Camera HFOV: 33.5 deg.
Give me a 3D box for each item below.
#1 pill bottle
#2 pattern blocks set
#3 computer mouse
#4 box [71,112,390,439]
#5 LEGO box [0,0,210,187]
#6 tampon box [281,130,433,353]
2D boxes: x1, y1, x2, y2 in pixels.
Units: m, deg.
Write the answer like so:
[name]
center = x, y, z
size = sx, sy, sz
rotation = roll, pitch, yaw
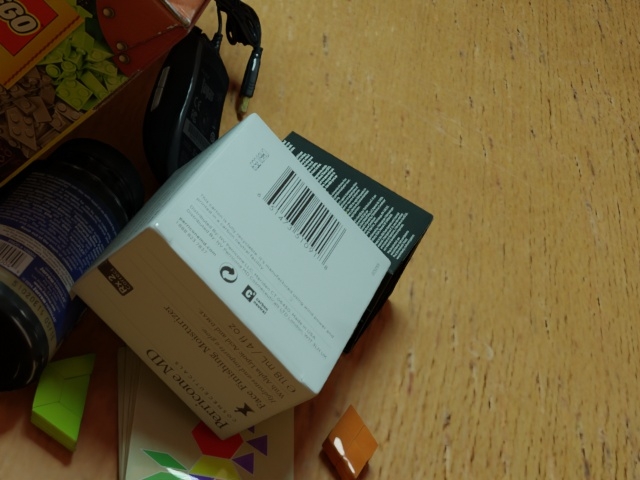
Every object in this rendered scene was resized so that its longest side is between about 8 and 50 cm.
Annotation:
[pill bottle]
center = -0.234, 0.010, 0.879
size = 0.123, 0.122, 0.219
rotation = 27, 42, 1
[pattern blocks set]
center = -0.092, 0.156, 0.872
size = 0.286, 0.026, 0.324
rotation = 19, 42, -8
[computer mouse]
center = -0.125, -0.151, 1.113
size = 0.060, 0.184, 0.261
rotation = 4, 78, 17
[box]
center = -0.066, 0.027, 0.863
size = 0.181, 0.119, 0.182
rotation = 47, 40, -12
[LEGO box]
center = -0.224, -0.266, 0.937
size = 0.193, 0.373, 0.500
rotation = 45, 34, -20
[tampon box]
center = 0.000, 0.000, 1.005
size = 0.161, 0.120, 0.101
rotation = 33, 42, 8
